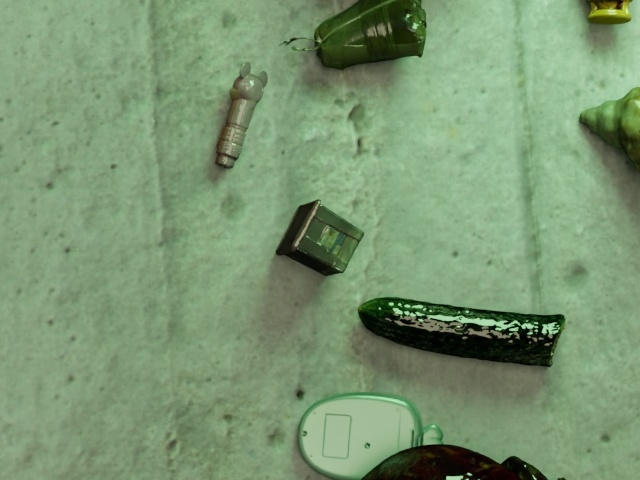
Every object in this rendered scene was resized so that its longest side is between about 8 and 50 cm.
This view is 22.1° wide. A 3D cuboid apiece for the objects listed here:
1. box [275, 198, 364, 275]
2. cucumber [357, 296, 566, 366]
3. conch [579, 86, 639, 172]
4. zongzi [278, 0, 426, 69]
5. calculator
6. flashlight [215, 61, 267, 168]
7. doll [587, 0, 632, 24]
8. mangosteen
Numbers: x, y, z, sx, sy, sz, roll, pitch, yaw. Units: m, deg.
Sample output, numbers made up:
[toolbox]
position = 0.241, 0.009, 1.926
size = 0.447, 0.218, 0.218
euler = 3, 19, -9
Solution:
[box]
position = 0.000, 0.000, 1.662
size = 0.063, 0.085, 0.060
euler = 28, 79, -11
[cucumber]
position = 0.143, 0.091, 1.682
size = 0.215, 0.052, 0.058
euler = 8, 62, -5
[conch]
position = 0.461, -0.112, 1.686
size = 0.386, 0.169, 0.203
euler = 7, 86, 9
[zongzi]
position = 0.033, -0.243, 1.721
size = 0.154, 0.062, 0.130
euler = -9, 63, 8
[calculator]
position = 0.053, 0.203, 1.672
size = 0.153, 0.021, 0.095
euler = 5, 83, -3
[flashlight]
position = -0.086, -0.128, 1.692
size = 0.031, 0.052, 0.110
euler = 16, 87, 32
[doll]
position = 0.316, -0.295, 1.747
size = 0.084, 0.073, 0.127
euler = 5, 86, -39
[mangosteen]
position = 0.147, 0.307, 1.593
size = 0.289, 0.231, 0.231
euler = -5, 82, -43
